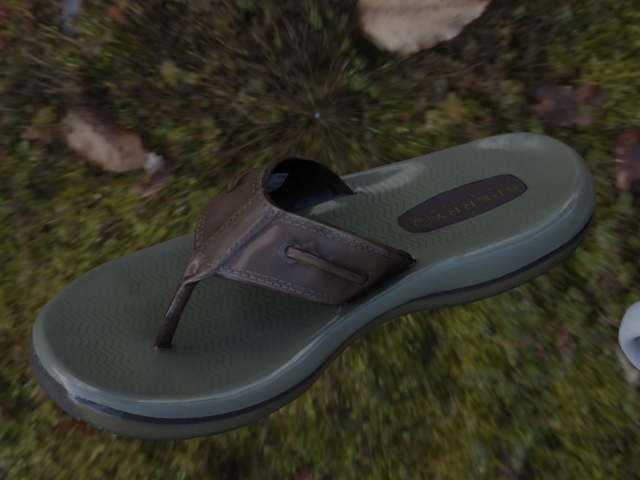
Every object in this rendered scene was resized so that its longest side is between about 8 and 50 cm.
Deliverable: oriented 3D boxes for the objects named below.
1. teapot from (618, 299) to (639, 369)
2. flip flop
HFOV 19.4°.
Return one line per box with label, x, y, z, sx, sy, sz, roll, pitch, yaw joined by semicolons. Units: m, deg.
teapot;0.332;0.104;1.036;0.253;0.187;0.256;-20;73;-10
flip flop;0.000;0.000;0.819;0.277;0.112;0.080;-21;134;-19
